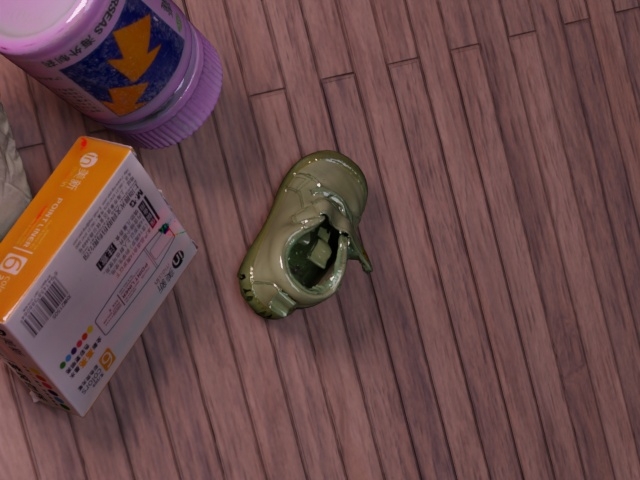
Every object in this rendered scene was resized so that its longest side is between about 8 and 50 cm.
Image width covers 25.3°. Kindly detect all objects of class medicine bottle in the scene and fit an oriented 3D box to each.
[{"bbox_3d":[-0.255,-0.239,1.688,0.291,0.178,0.178,39,62,-57],"label":"medicine bottle"}]

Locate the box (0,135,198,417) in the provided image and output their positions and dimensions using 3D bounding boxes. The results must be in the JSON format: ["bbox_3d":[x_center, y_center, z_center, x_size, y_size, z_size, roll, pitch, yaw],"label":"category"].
[{"bbox_3d":[-0.282,0.043,1.709,0.274,0.091,0.220,-56,144,-26],"label":"box"}]

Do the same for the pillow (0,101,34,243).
[{"bbox_3d":[-0.472,-0.079,1.599,0.281,0.076,0.274,-23,115,-24],"label":"pillow"}]

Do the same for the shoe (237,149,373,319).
[{"bbox_3d":[-0.004,0.000,1.947,0.262,0.128,0.140,-55,128,-22],"label":"shoe"}]
